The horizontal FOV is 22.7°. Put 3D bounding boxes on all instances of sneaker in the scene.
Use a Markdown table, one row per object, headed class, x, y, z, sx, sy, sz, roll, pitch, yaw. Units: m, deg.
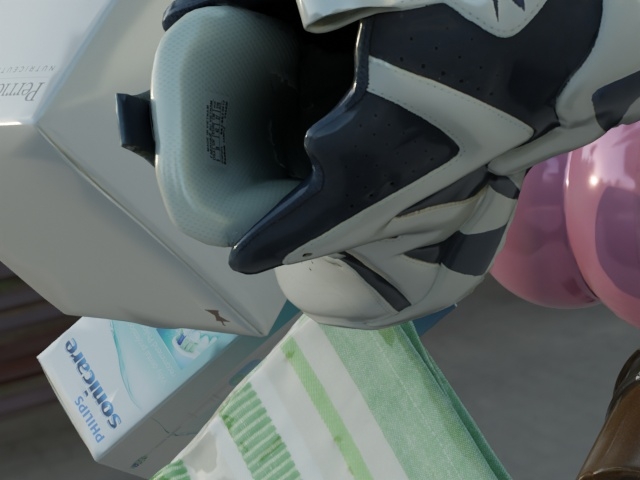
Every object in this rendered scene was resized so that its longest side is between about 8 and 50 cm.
| class | x | y | z | sx | sy | sz | roll | pitch | yaw |
| --- | --- | --- | --- | --- | --- | --- | --- | --- | --- |
| sneaker | -0.004 | -0.029 | 0.502 | 0.153 | 0.094 | 0.235 | -7 | -14 | -28 |

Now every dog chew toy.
| class | x | y | z | sx | sy | sz | roll | pitch | yaw |
| --- | --- | --- | --- | --- | --- | --- | --- | --- | --- |
| dog chew toy | 0.197 | -0.036 | 1.158 | 0.332 | 0.206 | 0.206 | 4 | 18 | 36 |

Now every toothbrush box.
| class | x | y | z | sx | sy | sz | roll | pitch | yaw |
| --- | --- | --- | --- | --- | --- | --- | --- | --- | --- |
| toothbrush box | -0.060 | 0.080 | 1.401 | 0.295 | 0.126 | 0.216 | -42 | -32 | 9 |

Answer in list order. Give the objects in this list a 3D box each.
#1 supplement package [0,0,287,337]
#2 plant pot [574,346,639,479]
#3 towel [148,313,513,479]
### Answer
| class | x | y | z | sx | sy | sz | roll | pitch | yaw |
| --- | --- | --- | --- | --- | --- | --- | --- | --- | --- |
| supplement package | -0.069 | -0.119 | 0.847 | 0.177 | 0.175 | 0.293 | 2 | 56 | 46 |
| plant pot | 0.265 | 0.176 | 1.173 | 0.167 | 0.167 | 0.165 | -4 | 22 | 35 |
| towel | -0.020 | 0.203 | 1.053 | 0.038 | 0.248 | 0.325 | 19 | -59 | -45 |
